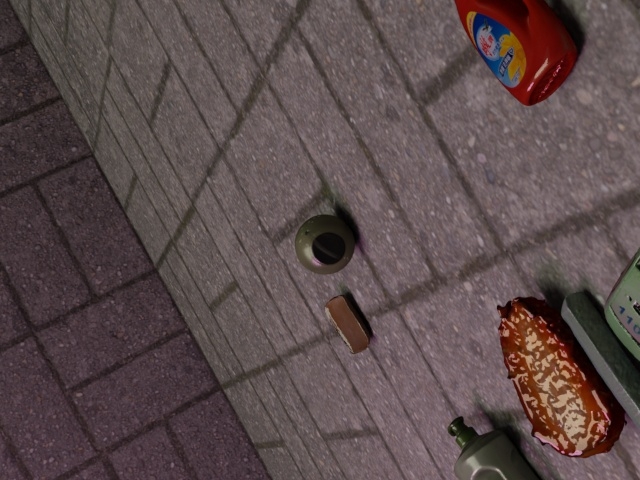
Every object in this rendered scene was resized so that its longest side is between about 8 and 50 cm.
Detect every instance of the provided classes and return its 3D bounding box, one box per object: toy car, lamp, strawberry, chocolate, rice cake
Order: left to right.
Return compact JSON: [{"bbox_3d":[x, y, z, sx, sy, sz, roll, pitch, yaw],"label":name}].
[{"bbox_3d":[0.000,0.000,1.595,0.163,0.091,0.091,-138,24,-78],"label":"lamp"},{"bbox_3d":[0.052,0.135,1.713,0.100,0.031,0.064,55,143,7],"label":"chocolate"},{"bbox_3d":[0.266,0.140,1.113,0.121,0.082,0.188,-40,68,51],"label":"strawberry"},{"bbox_3d":[0.298,0.133,1.041,0.180,0.030,0.042,61,172,25],"label":"rice cake"},{"bbox_3d":[0.300,0.034,0.861,0.090,0.076,0.224,56,160,22],"label":"toy car"}]

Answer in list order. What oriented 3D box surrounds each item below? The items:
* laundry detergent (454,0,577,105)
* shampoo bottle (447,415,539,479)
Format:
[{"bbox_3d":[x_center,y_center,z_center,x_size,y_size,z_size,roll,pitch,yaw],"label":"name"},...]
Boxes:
[{"bbox_3d":[0.161,-0.205,0.931,0.165,0.049,0.097,56,153,19],"label":"laundry detergent"},{"bbox_3d":[0.249,0.333,1.386,0.234,0.087,0.118,52,162,28],"label":"shampoo bottle"}]
